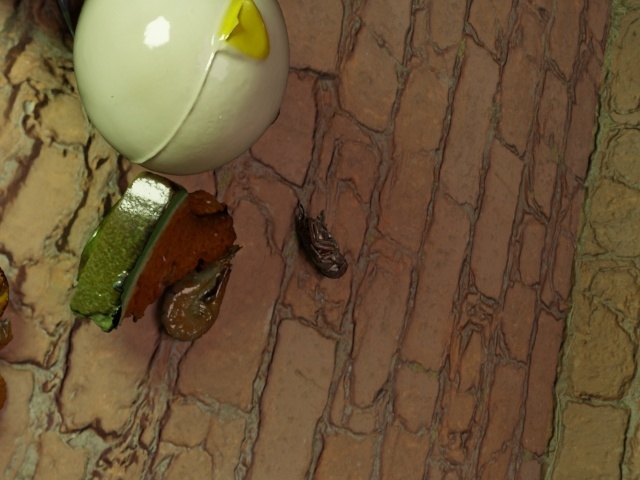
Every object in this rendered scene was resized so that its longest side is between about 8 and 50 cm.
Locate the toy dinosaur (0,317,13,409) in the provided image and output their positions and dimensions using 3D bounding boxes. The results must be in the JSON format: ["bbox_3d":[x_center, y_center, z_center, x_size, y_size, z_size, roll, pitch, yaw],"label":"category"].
[{"bbox_3d":[-0.479,0.223,1.098,0.142,0.057,0.212,-29,126,-66],"label":"toy dinosaur"}]

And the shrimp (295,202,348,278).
[{"bbox_3d":[-0.001,0.000,1.619,0.073,0.075,0.190,-33,108,-8],"label":"shrimp"}]

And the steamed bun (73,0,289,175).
[{"bbox_3d":[-0.200,-0.273,1.164,0.334,0.334,0.374,39,26,-43],"label":"steamed bun"}]

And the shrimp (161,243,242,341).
[{"bbox_3d":[-0.204,0.086,1.401,0.217,0.051,0.115,-57,136,-32],"label":"shrimp"}]

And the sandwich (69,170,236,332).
[{"bbox_3d":[-0.263,-0.010,1.261,0.250,0.162,0.301,-62,160,17],"label":"sandwich"}]

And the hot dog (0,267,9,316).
[{"bbox_3d":[-0.483,0.080,1.067,0.147,0.065,0.099,-46,132,-40],"label":"hot dog"}]

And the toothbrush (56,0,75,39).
[{"bbox_3d":[-0.389,-0.367,1.196,0.019,0.016,0.219,-40,120,-42],"label":"toothbrush"}]
